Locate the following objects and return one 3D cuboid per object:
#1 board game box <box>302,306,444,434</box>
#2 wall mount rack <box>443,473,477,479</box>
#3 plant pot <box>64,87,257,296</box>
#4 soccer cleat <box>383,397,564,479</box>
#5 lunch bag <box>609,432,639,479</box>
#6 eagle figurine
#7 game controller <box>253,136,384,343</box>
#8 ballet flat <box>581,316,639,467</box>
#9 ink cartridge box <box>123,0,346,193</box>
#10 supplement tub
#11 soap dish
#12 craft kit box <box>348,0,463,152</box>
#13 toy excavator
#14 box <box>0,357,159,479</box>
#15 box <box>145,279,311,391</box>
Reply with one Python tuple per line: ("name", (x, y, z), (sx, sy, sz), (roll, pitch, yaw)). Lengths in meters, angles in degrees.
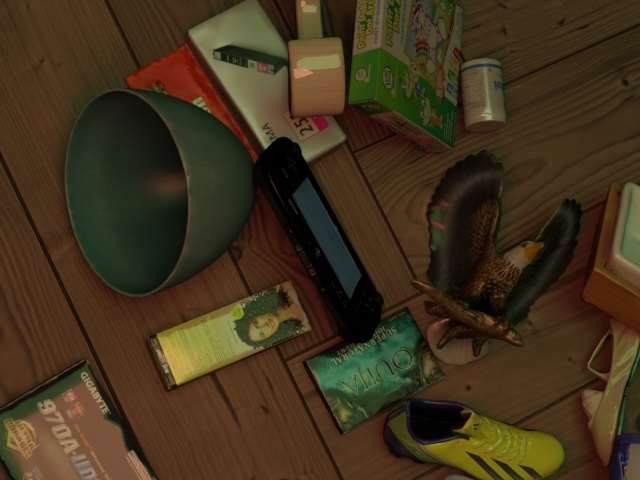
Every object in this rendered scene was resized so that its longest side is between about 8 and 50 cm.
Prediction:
("board game box", (0.082, 0.198, 1.797), (0.186, 0.026, 0.126), (-27, 84, -16))
("wall mount rack", (0.166, 0.456, 1.651), (0.304, 0.350, 0.130), (23, 109, -9))
("plant pot", (-0.206, -0.077, 1.688), (0.195, 0.290, 0.290), (-10, 79, -44))
("soccer cleat", (0.237, 0.298, 1.753), (0.289, 0.121, 0.093), (12, 53, -9))
("lunch bag", (0.611, 0.461, 1.719), (0.385, 0.239, 0.328), (6, 72, -1))
("eagle figurine", (0.274, 0.036, 1.816), (0.226, 0.225, 0.298), (64, 32, -34))
("game controller", (0.000, 0.000, 1.729), (0.067, 0.166, 0.319), (-27, 101, 11))
("ballet flat", (0.455, 0.231, 1.853), (0.086, 0.086, 0.248), (23, 73, -7))
("ink cartridge box", (-0.133, -0.207, 1.821), (0.239, 0.060, 0.275), (-32, 86, -18))
("supplement tub", (0.264, -0.236, 1.907), (0.071, 0.071, 0.107), (-2, 79, -13))
("soap dish", (0.549, 0.062, 1.842), (0.290, 0.118, 0.229), (31, 42, -5))
("craft kit box", (0.137, -0.291, 1.822), (0.246, 0.061, 0.250), (21, 70, -50))
("toy excavator", (-0.022, -0.455, 1.794), (0.222, 0.433, 0.445), (-6, 116, -4))
("box", (-0.353, 0.306, 1.665), (0.175, 0.051, 0.220), (-30, 85, -17))
("box", (-0.137, 0.141, 1.745), (0.232, 0.058, 0.087), (-23, 84, -15))
